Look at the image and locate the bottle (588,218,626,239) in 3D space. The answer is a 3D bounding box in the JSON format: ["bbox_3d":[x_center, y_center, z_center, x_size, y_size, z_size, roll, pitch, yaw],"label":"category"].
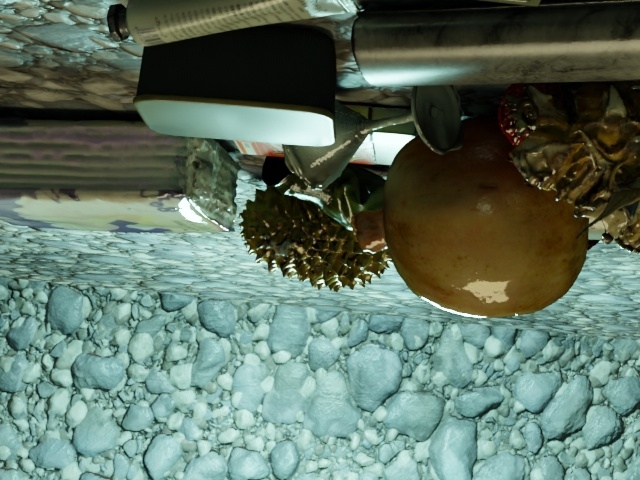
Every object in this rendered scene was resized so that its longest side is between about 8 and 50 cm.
[{"bbox_3d":[0.279,-0.057,1.737,0.233,0.110,0.110,2,170,18],"label":"bottle"}]

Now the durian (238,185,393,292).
[{"bbox_3d":[-0.005,-0.003,1.998,0.250,0.183,0.138,-3,-171,23],"label":"durian"}]

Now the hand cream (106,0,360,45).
[{"bbox_3d":[-0.084,-0.212,1.249,0.234,0.050,0.080,-3,167,18],"label":"hand cream"}]

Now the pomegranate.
[{"bbox_3d":[0.170,-0.026,1.564,0.270,0.229,0.252,-5,-165,1],"label":"pomegranate"}]

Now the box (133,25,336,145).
[{"bbox_3d":[-0.081,-0.160,1.391,0.201,0.090,0.144,4,170,4],"label":"box"}]

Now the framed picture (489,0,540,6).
[{"bbox_3d":[0.091,-0.244,1.037,0.211,0.020,0.289,5,170,-1],"label":"framed picture"}]

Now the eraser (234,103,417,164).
[{"bbox_3d":[0.005,-0.130,1.661,0.230,0.038,0.157,4,170,6],"label":"eraser"}]

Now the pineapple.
[{"bbox_3d":[0.316,-0.081,1.344,0.161,0.158,0.334,-45,152,18],"label":"pineapple"}]

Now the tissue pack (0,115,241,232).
[{"bbox_3d":[-0.294,-0.083,1.826,0.344,0.125,0.242,3,170,12],"label":"tissue pack"}]

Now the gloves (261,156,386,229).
[{"bbox_3d":[0.046,-0.069,1.834,0.268,0.107,0.135,8,-159,-28],"label":"gloves"}]

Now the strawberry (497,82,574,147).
[{"bbox_3d":[0.233,-0.133,1.432,0.083,0.083,0.096,-3,171,38],"label":"strawberry"}]

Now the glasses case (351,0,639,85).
[{"bbox_3d":[0.184,-0.177,1.245,0.299,0.060,0.114,1,167,20],"label":"glasses case"}]

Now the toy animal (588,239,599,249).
[{"bbox_3d":[0.363,-0.015,1.911,0.179,0.116,0.218,2,163,20],"label":"toy animal"}]

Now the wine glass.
[{"bbox_3d":[0.059,-0.126,1.475,0.183,0.122,0.122,-9,163,38],"label":"wine glass"}]
